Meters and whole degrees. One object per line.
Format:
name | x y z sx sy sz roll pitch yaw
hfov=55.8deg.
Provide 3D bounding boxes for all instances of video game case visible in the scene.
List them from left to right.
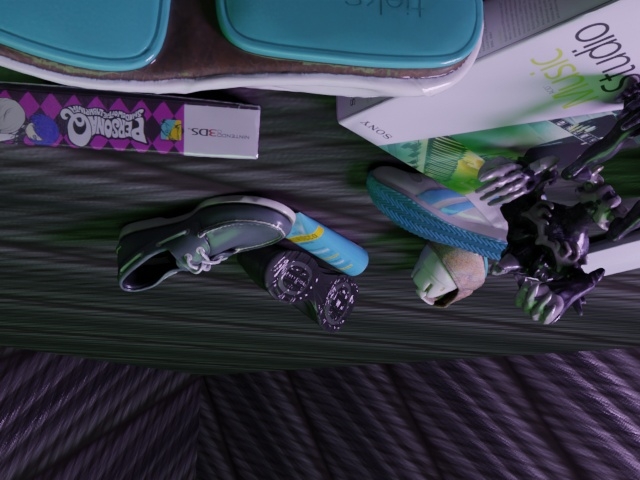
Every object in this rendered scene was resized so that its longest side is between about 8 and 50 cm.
video game case | -0.154 -0.100 0.494 0.211 0.041 0.232 2 -168 -7

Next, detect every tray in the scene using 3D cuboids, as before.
tray | 0.491 0.029 1.056 0.145 0.030 0.270 12 158 -34

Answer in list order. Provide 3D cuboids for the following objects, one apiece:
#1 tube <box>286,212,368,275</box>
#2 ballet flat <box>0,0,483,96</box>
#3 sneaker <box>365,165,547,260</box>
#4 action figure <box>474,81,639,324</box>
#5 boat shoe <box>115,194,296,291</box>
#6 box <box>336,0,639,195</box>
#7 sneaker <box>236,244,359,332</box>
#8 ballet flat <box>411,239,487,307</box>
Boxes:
tube | 0.000 0.000 0.959 0.080 0.052 0.207 -16 150 34
ballet flat | -0.092 -0.153 0.401 0.401 0.139 0.139 5 161 -15
sneaker | 0.169 -0.048 0.755 0.229 0.092 0.087 20 163 1
action figure | 0.218 -0.017 0.563 0.141 0.164 0.275 -15 158 -22
boat shoe | -0.177 0.014 0.893 0.320 0.098 0.116 -10 148 28
box | 0.207 -0.135 0.529 0.322 0.058 0.232 -15 157 39
sneaker | -0.033 0.070 1.059 0.130 0.109 0.286 26 169 40
ballet flat | 0.205 0.056 0.992 0.106 0.107 0.316 -32 157 0
